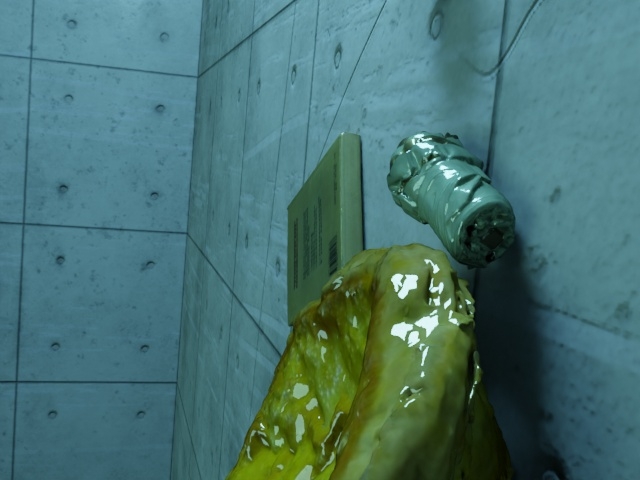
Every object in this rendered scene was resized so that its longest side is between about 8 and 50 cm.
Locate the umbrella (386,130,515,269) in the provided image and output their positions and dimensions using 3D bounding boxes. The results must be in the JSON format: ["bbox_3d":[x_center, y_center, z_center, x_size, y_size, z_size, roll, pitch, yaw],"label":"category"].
[{"bbox_3d":[0.083,-0.032,0.493,0.143,0.062,0.067,-121,7,-63],"label":"umbrella"}]

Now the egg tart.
[{"bbox_3d":[0.012,0.162,0.458,0.341,0.129,0.341,-57,13,21],"label":"egg tart"}]

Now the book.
[{"bbox_3d":[0.000,0.000,0.830,0.231,0.026,0.161,135,137,-67],"label":"book"}]
